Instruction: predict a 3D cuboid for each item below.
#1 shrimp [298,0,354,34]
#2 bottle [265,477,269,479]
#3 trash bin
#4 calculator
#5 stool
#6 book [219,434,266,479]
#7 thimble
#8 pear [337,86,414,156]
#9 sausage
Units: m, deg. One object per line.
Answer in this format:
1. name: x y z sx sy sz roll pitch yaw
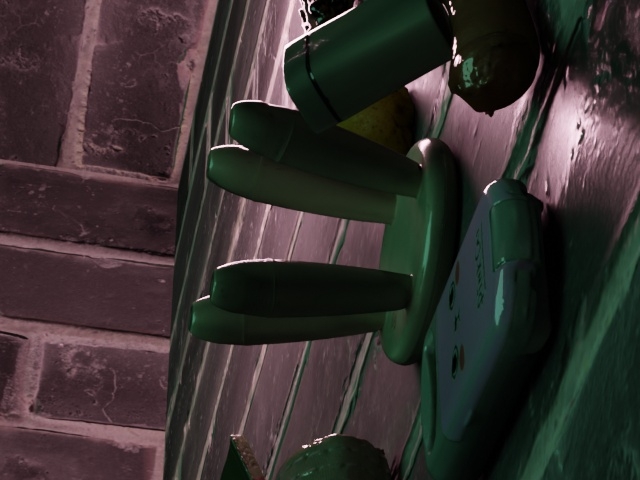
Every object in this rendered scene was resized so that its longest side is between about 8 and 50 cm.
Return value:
1. shrimp: -0.001 -0.281 2.403 0.365 0.071 0.233 -97 8 -56
2. bottle: -0.063 0.313 2.214 0.201 0.072 0.072 -154 72 -80
3. trash bin: 0.039 -0.151 1.599 0.059 0.130 0.116 57 -167 -22
4. calculator: 0.113 0.068 1.394 0.246 0.045 0.141 107 168 -50
5. stool: 0.000 0.000 1.686 0.195 0.199 0.195 124 152 -74
6. book: -0.056 0.361 2.020 0.289 0.026 0.201 -120 36 -48
7. thimble: 0.011 0.231 1.723 0.115 0.102 0.090 -40 32 31
8. pear: 0.029 -0.091 1.899 0.141 0.104 0.141 -168 90 -80
9. sausage: 0.120 -0.165 1.470 0.304 0.078 0.078 -95 16 -62
